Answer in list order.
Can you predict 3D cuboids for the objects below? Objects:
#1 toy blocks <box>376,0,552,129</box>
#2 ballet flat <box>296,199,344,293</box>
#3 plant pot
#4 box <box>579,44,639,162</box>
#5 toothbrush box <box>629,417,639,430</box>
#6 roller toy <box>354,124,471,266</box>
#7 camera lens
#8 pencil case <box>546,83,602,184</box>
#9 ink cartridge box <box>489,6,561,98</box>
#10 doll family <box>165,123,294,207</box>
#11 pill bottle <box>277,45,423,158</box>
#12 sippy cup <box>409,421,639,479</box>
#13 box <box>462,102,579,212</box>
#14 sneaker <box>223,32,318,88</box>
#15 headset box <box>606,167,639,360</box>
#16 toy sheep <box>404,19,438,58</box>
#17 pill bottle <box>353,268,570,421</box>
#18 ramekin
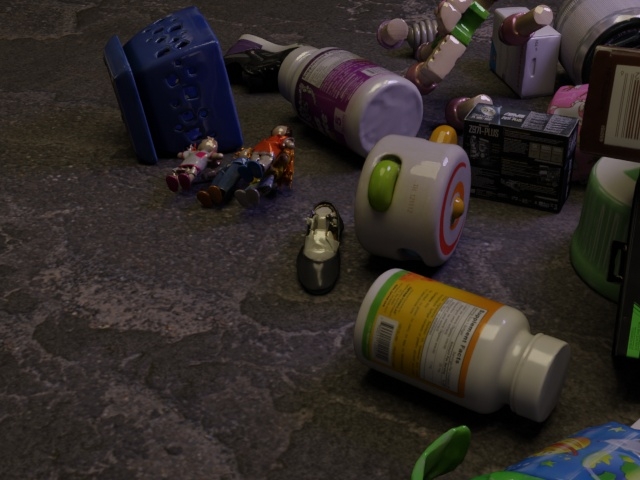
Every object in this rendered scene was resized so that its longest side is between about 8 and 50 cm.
[{"bbox_3d":[0.243,-0.415,1.798,0.289,0.309,0.260,-55,11,-8],"label":"toy blocks"},{"bbox_3d":[0.000,0.000,1.403,0.074,0.074,0.203,2,33,7],"label":"ballet flat"},{"bbox_3d":[-0.296,-0.298,1.757,0.212,0.236,0.236,-18,35,-11],"label":"plant pot"},{"bbox_3d":[0.515,-0.173,1.174,0.191,0.143,0.381,15,14,37],"label":"box"},{"bbox_3d":[0.477,0.263,0.901,0.216,0.126,0.295,-27,38,-33],"label":"toothbrush box"},{"bbox_3d":[0.151,-0.062,1.374,0.146,0.191,0.209,12,38,23],"label":"roller toy"},{"bbox_3d":[0.611,-0.404,1.854,0.219,0.219,0.274,-2,32,1],"label":"camera lens"},{"bbox_3d":[0.580,-0.188,1.497,0.386,0.167,0.160,0,48,36],"label":"pencil case"},{"bbox_3d":[0.444,-0.414,1.957,0.082,0.140,0.191,-8,33,-11],"label":"ink cartridge box"},{"bbox_3d":[-0.138,-0.124,1.596,0.262,0.118,0.163,-4,34,33],"label":"doll family"},{"bbox_3d":[0.046,-0.280,1.751,0.169,0.169,0.301,-22,36,-27],"label":"pill bottle"},{"bbox_3d":[0.244,0.283,0.817,0.224,0.240,0.305,-21,74,-44],"label":"sippy cup"},{"bbox_3d":[0.338,-0.143,1.531,0.180,0.147,0.077,13,36,24],"label":"box"},{"bbox_3d":[-0.105,-0.374,1.998,0.283,0.107,0.124,18,52,35],"label":"sneaker"},{"bbox_3d":[0.505,0.046,1.112,0.283,0.246,0.131,9,-6,17],"label":"headset box"},{"bbox_3d":[0.252,-0.481,2.126,0.132,0.091,0.091,-6,32,-5],"label":"toy sheep"},{"bbox_3d":[0.177,0.133,1.116,0.245,0.136,0.136,19,38,30],"label":"pill bottle"},{"bbox_3d":[0.535,-0.029,1.335,0.303,0.148,0.303,-2,32,1],"label":"ramekin"}]
